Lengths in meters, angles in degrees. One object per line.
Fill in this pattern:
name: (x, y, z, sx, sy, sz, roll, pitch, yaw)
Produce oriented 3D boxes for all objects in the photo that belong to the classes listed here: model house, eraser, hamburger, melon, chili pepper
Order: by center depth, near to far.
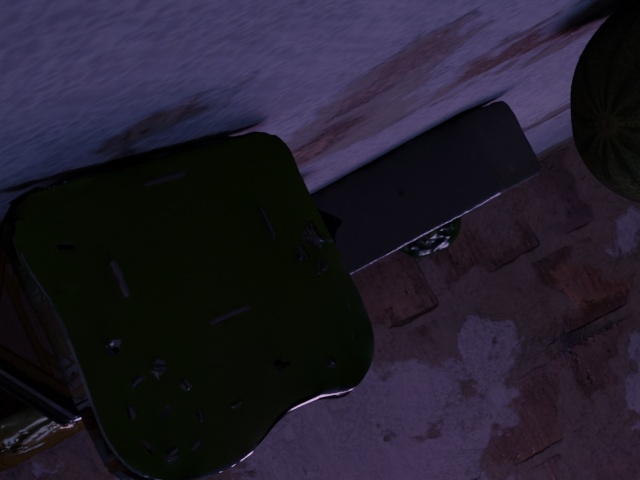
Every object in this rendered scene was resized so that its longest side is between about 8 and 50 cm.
model house: (-0.119, 0.060, 0.902, 0.154, 0.207, 0.294, -26, 177, 34)
melon: (0.390, -0.154, 1.339, 0.301, 0.237, 0.237, -24, 175, -33)
eraser: (0.097, -0.051, 1.641, 0.352, 0.111, 0.077, -28, 178, 12)
hamburger: (-0.370, 0.207, 1.682, 0.265, 0.134, 0.285, -33, 172, 38)
chili pepper: (0.155, -0.041, 2.021, 0.136, 0.099, 0.270, -19, -169, 5)

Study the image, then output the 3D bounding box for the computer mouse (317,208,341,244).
computer mouse: (-0.090, 0.012, 1.420, 0.241, 0.078, 0.146, -23, 176, -10)
